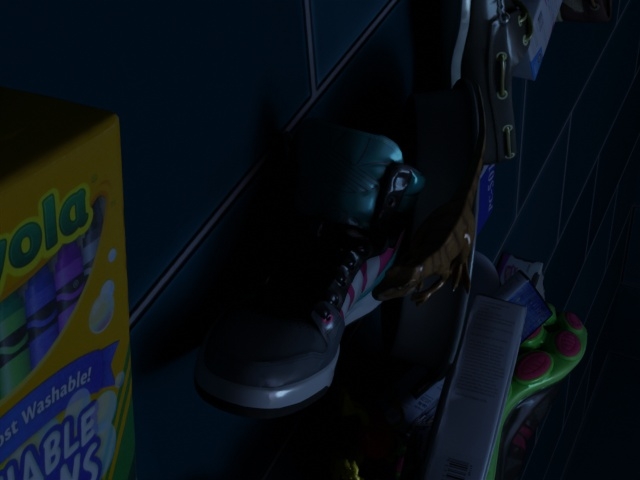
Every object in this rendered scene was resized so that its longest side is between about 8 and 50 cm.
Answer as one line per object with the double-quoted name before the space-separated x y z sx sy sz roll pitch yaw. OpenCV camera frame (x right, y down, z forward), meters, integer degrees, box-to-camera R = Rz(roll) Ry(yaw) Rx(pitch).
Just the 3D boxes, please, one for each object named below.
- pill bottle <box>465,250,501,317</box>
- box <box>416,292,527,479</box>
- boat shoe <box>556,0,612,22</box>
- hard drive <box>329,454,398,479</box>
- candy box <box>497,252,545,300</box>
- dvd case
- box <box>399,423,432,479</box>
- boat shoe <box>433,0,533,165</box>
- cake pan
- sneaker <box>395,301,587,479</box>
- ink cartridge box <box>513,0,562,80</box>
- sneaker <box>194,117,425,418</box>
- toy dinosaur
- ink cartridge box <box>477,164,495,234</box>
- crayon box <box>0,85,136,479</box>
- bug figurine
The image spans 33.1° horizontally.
"pill bottle" 0.190 0.087 1.399 0.184 0.103 0.103 56 52 -63
"box" 0.137 0.206 1.088 0.322 0.059 0.232 86 21 -73
"boat shoe" 0.365 -0.438 1.451 0.342 0.123 0.123 84 30 -43
"hard drive" 0.013 0.351 1.203 0.255 0.054 0.171 -29 130 -62
"candy box" 0.322 0.148 1.810 0.159 0.071 0.233 -65 157 -24
"dvd case" 0.176 0.150 1.335 0.253 0.022 0.180 -43 154 4
"box" 0.130 0.323 1.279 0.036 0.114 0.206 23 71 -25
"boat shoe" 0.170 -0.206 1.121 0.109 0.091 0.305 -97 -177 -50
"cake pan" 0.100 -0.012 1.038 0.293 0.054 0.293 -175 -90 -88
"sneaker" 0.228 0.263 1.556 0.483 0.185 0.202 -47 154 -33
"ink cartridge box" 0.269 -0.312 1.384 0.181 0.062 0.104 -69 158 -14
"sneaker" 0.000 0.000 0.836 0.295 0.124 0.178 -48 150 -60
"toy dinosaur" 0.105 -0.012 0.851 0.112 0.064 0.211 101 15 -50
"ink cartridge box" 0.181 -0.096 1.333 0.097 0.046 0.207 -53 150 -41
"crayon box" -0.178 0.066 0.502 0.203 0.083 0.322 -44 143 -53
"bug figurine" 0.040 0.288 1.011 0.216 0.072 0.278 -105 -158 -81
